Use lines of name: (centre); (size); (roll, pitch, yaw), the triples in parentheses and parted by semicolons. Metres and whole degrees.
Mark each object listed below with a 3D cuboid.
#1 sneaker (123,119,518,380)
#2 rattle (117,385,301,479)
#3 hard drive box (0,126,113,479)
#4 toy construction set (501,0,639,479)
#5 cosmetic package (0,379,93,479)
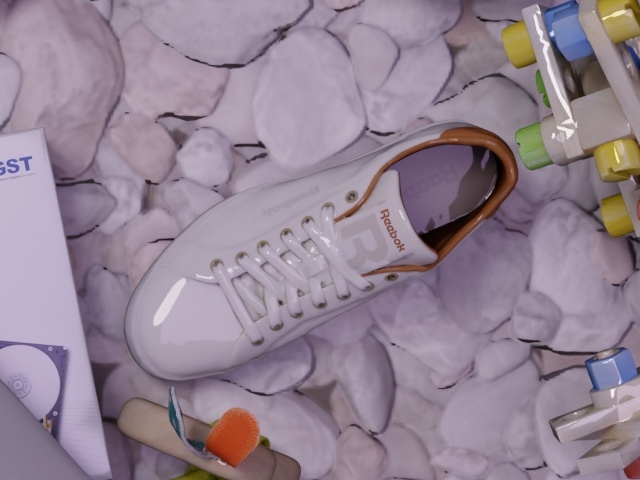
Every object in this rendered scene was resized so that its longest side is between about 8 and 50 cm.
sneaker: (0.000, 0.000, 1.220); (0.290, 0.123, 0.106); (-31, 98, -8)
rattle: (-0.087, 0.168, 1.162); (0.130, 0.200, 0.142); (39, 83, -8)
hard drive box: (-0.246, 0.057, 1.189); (0.181, 0.089, 0.232); (-12, 92, -11)
toy construction set: (0.219, -0.011, 1.219); (0.151, 0.215, 0.327); (-4, 100, 21)
cosmetic package: (-0.317, 0.280, 0.993); (0.394, 0.327, 0.329); (-39, 98, 16)
